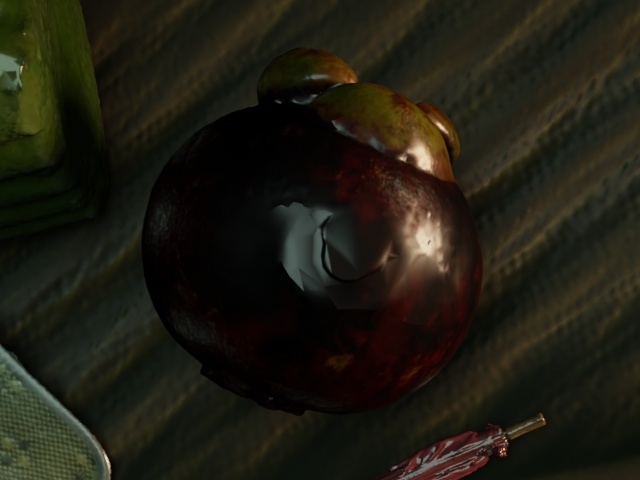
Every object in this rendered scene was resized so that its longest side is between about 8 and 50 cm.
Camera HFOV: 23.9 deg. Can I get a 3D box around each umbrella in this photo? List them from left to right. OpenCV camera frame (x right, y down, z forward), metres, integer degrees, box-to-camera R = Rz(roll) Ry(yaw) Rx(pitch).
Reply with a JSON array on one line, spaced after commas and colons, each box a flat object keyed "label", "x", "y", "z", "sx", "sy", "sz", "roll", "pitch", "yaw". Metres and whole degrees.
[{"label": "umbrella", "x": 0.059, "y": 0.140, "z": 0.910, "sx": 0.165, "sy": 0.027, "sz": 0.025, "roll": -25, "pitch": 32, "yaw": 8}]

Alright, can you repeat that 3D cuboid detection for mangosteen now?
[{"label": "mangosteen", "x": 0.000, "y": 0.000, "z": 0.861, "sx": 0.210, "sy": 0.210, "sz": 0.210, "roll": -2, "pitch": 80, "yaw": 11}]

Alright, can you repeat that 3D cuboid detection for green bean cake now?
[{"label": "green bean cake", "x": -0.216, "y": -0.135, "z": 0.914, "sx": 0.125, "sy": 0.222, "sz": 0.248, "roll": -12, "pitch": 72, "yaw": 2}]

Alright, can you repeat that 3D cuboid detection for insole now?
[{"label": "insole", "x": -0.261, "y": 0.064, "z": 0.952, "sx": 0.322, "sy": 0.007, "sz": 0.109, "roll": 44, "pitch": 95, "yaw": -1}]
